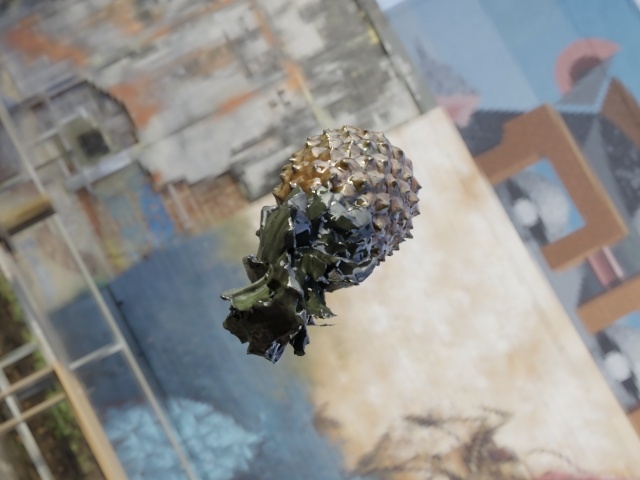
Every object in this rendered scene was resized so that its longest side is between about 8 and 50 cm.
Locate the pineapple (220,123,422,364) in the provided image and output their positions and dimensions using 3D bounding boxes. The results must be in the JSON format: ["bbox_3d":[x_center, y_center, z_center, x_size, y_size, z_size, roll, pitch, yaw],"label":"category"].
[{"bbox_3d":[0.000,0.000,0.613,0.074,0.074,0.159,64,25,-14],"label":"pineapple"}]
